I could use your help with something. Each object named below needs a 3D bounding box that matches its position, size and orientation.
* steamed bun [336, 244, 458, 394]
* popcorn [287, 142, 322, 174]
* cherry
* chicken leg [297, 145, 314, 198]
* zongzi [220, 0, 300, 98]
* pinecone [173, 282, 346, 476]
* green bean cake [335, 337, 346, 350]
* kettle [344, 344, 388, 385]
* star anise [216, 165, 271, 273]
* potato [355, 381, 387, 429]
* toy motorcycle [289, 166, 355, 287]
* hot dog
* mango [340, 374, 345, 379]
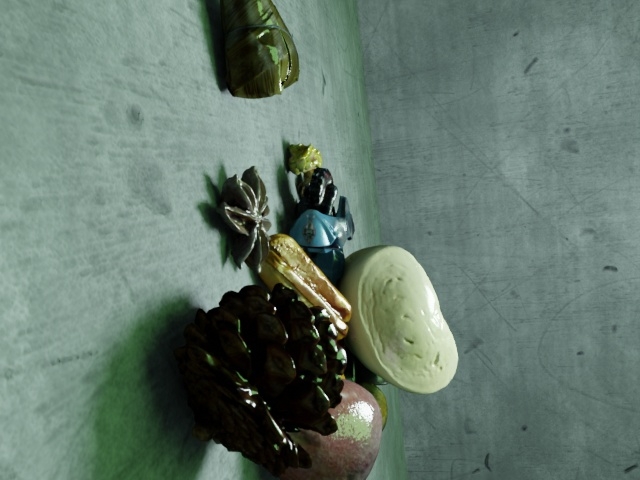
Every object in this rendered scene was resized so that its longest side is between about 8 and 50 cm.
[{"bbox_3d":[0.204,0.245,1.579,0.455,0.290,0.371,64,-6,-3],"label":"steamed bun"},{"bbox_3d":[-0.044,-0.232,1.455,0.109,0.097,0.089,-100,-174,-83],"label":"popcorn"},{"bbox_3d":[0.004,0.423,1.105,0.307,0.221,0.261,33,77,-44],"label":"cherry"},{"bbox_3d":[-0.032,-0.180,1.548,0.125,0.081,0.196,-89,161,-68],"label":"chicken leg"},{"bbox_3d":[-0.133,-0.467,1.098,0.286,0.139,0.300,-70,150,-66],"label":"zongzi"},{"bbox_3d":[-0.081,0.208,0.809,0.296,0.242,0.298,-66,142,-60],"label":"pinecone"},{"bbox_3d":[0.012,0.293,1.471,0.198,0.097,0.232,-52,135,-72],"label":"green bean cake"},{"bbox_3d":[0.155,0.354,1.823,0.262,0.203,0.307,39,52,-74],"label":"kettle"},{"bbox_3d":[-0.143,-0.049,1.015,0.197,0.073,0.212,-71,155,-52],"label":"star anise"},{"bbox_3d":[0.119,0.565,1.627,0.210,0.173,0.307,-60,165,8],"label":"potato"},{"bbox_3d":[0.000,0.000,1.452,0.416,0.172,0.232,83,17,-48],"label":"toy motorcycle"},{"bbox_3d":[-0.036,0.126,1.215,0.337,0.100,0.135,49,33,-31],"label":"hot dog"},{"bbox_3d":[-0.001,0.397,1.326,0.156,0.151,0.248,131,-45,-57],"label":"mango"}]
